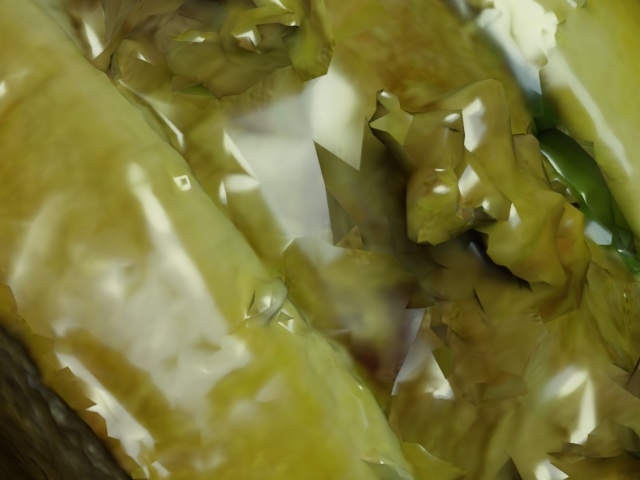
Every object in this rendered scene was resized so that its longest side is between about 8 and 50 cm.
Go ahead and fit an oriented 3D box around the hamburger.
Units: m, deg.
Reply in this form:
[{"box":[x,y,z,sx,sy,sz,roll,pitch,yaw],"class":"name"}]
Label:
[{"box":[0.000,0.000,0.558,0.268,0.287,0.445,-39,98,-22],"class":"hamburger"}]
